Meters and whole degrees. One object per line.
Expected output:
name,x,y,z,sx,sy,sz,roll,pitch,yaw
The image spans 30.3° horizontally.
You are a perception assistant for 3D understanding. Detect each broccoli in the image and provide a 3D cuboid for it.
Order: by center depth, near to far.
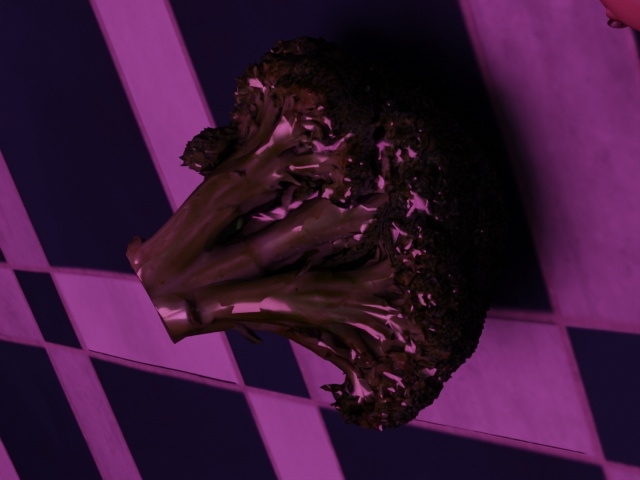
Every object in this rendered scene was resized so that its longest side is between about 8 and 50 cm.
broccoli,0.000,0.000,0.888,0.308,0.275,0.307,157,90,-80

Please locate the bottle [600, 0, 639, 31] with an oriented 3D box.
bottle,0.204,-0.196,0.585,0.147,0.148,0.236,44,152,20
